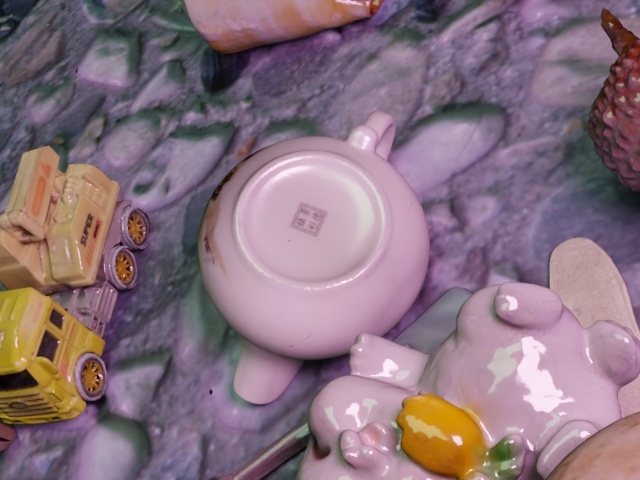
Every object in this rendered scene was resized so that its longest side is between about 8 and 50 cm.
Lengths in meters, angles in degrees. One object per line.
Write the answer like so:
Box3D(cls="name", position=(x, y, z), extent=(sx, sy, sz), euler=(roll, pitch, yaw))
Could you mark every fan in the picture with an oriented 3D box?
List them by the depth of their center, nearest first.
Box3D(cls="fan", position=(0.026, 0.139, 0.941), extent=(0.282, 0.023, 0.057), euler=(-39, 53, 1))

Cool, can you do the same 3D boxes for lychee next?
Box3D(cls="lychee", position=(0.284, -0.111, 0.867), extent=(0.165, 0.165, 0.197), euler=(-45, 77, -5))

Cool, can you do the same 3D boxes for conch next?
Box3D(cls="conch", position=(-0.056, -0.270, 1.264), extent=(0.255, 0.127, 0.158), euler=(20, 36, 18))

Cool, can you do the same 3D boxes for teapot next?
Box3D(cls="teapot", position=(0.000, 0.000, 0.990), extent=(0.204, 0.139, 0.298), euler=(28, 69, 15))

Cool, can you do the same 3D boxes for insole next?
Box3D(cls="insole", position=(0.225, 0.070, 0.874), extent=(0.063, 0.010, 0.192), euler=(-28, 46, 12))

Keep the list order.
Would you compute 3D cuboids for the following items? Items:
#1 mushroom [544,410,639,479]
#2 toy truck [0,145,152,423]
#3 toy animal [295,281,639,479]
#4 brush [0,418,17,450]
Box3D(cls="mushroom", position=(0.247, 0.198, 0.649), extent=(0.254, 0.195, 0.189), euler=(25, 50, 13))
Box3D(cls="toy truck", position=(-0.282, 0.038, 1.122), extent=(0.124, 0.157, 0.272), euler=(-9, 52, 27))
Box3D(cls="toy animal", position=(0.081, 0.167, 0.799), extent=(0.208, 0.154, 0.325), euler=(34, 99, 23))
Box3D(cls="brush", position=(-0.412, 0.132, 1.204), extent=(0.065, 0.070, 0.327), euler=(-48, 43, 6))
